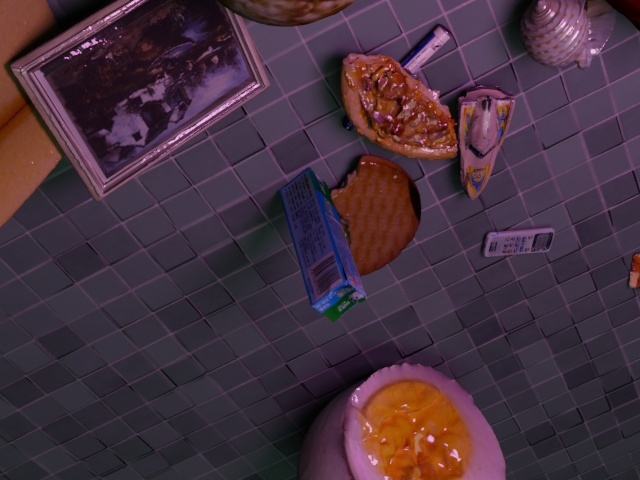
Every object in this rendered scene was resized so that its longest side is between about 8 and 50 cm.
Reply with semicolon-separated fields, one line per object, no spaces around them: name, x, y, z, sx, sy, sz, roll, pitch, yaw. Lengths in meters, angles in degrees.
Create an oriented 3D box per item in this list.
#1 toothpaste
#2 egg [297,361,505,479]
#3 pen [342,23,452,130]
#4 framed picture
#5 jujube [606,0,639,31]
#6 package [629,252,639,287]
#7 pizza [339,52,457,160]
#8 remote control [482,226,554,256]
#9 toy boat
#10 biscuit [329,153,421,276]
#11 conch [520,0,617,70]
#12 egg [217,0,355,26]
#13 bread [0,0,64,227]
toothpaste;0.000;0.000;1.362;0.065;0.266;0.050;-39;128;18
egg;0.112;0.448;1.737;0.355;0.354;0.340;12;142;-23
pen;0.107;-0.231;1.357;0.025;0.025;0.204;33;116;-34
framed picture;-0.216;-0.208;1.223;0.296;0.019;0.232;-36;133;-12
jujube;0.437;-0.370;1.194;0.223;0.223;0.318;-39;135;18
package;0.620;0.054;1.728;0.111;0.033;0.077;-3;140;-6
pizza;0.112;-0.179;1.347;0.127;0.058;0.246;-32;133;14
remote control;0.338;0.002;1.619;0.124;0.018;0.053;-4;131;-11
toy boat;0.241;-0.145;1.439;0.084;0.066;0.210;-8;132;-7
biscuit;0.076;-0.034;1.512;0.176;0.031;0.228;13;127;-23
conch;0.340;-0.302;1.307;0.135;0.102;0.153;-50;158;16
egg;-0.019;-0.376;1.059;0.289;0.238;0.238;-40;128;7
bread;-0.413;-0.109;1.101;0.245;0.361;0.233;-18;131;3
